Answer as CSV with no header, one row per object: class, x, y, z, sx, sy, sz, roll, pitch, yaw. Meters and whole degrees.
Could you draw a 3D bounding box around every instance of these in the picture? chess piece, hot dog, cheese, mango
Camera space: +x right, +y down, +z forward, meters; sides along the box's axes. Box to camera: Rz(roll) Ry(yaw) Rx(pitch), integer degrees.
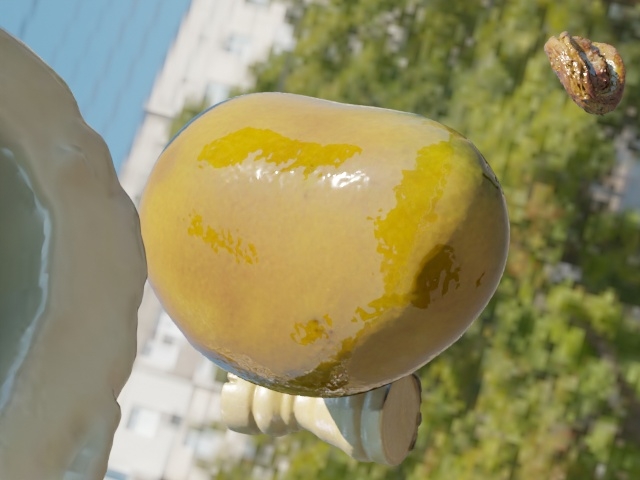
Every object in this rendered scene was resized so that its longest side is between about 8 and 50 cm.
chess piece,-0.001,0.108,1.260,0.066,0.122,0.066,-18,-70,-61
hot dog,0.206,-0.135,1.505,0.035,0.058,0.083,-64,31,35
cheese,-0.222,0.030,0.636,0.153,0.332,0.292,-35,54,43
mango,-0.002,0.006,1.127,0.139,0.254,0.175,-15,-70,-42
